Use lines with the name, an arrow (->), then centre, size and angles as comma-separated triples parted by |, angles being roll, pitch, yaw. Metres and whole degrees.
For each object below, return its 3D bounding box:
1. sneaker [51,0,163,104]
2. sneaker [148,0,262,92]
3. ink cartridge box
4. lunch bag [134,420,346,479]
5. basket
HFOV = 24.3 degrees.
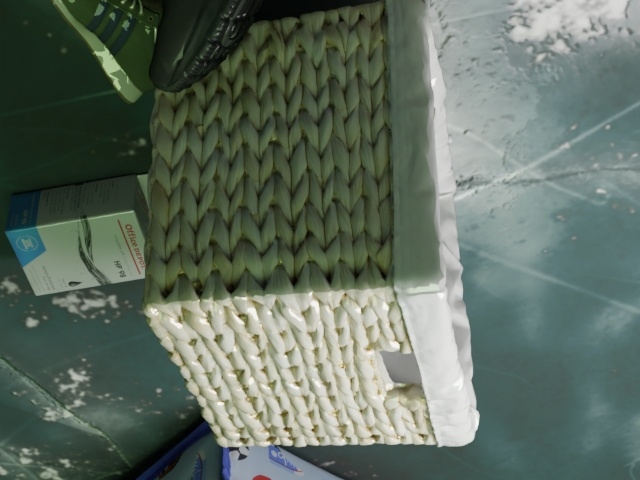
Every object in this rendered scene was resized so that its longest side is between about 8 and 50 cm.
sneaker -> -0.191, -0.219, 1.410 | 0.086, 0.064, 0.192 | -24, 131, 10
sneaker -> -0.098, -0.269, 1.287 | 0.130, 0.109, 0.286 | 23, 97, 5
ink cartridge box -> -0.237, -0.008, 1.610 | 0.180, 0.060, 0.104 | -10, 133, 7
lunch bag -> -0.131, 0.443, 1.939 | 0.328, 0.239, 0.385 | 31, 119, -30
basket -> 0.000, 0.000, 1.408 | 0.266, 0.331, 0.328 | -7, 148, 7
